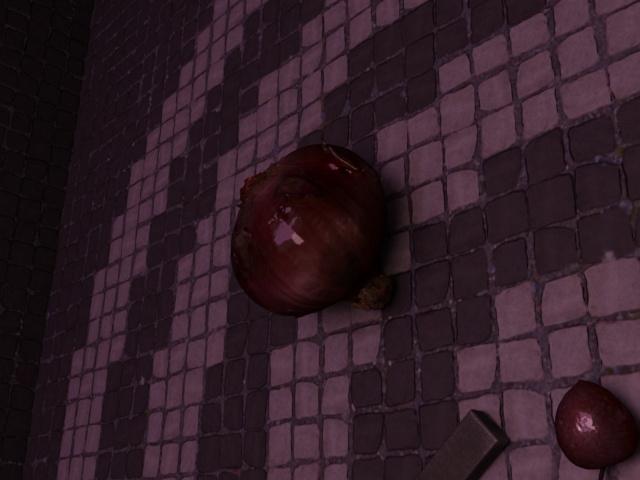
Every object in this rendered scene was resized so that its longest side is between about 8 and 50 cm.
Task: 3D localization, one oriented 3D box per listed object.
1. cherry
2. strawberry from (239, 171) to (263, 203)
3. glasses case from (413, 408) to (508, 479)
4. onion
[{"bbox_3d":[0.384,0.298,0.981,0.107,0.090,0.226,-22,76,25],"label":"cherry"},{"bbox_3d":[-0.109,-0.070,1.677,0.228,0.098,0.174,9,80,53],"label":"strawberry"},{"bbox_3d":[0.212,0.368,1.166,0.205,0.047,0.071,-56,46,16],"label":"glasses case"},{"bbox_3d":[-0.020,-0.024,1.390,0.353,0.353,0.354,-22,59,42],"label":"onion"}]
